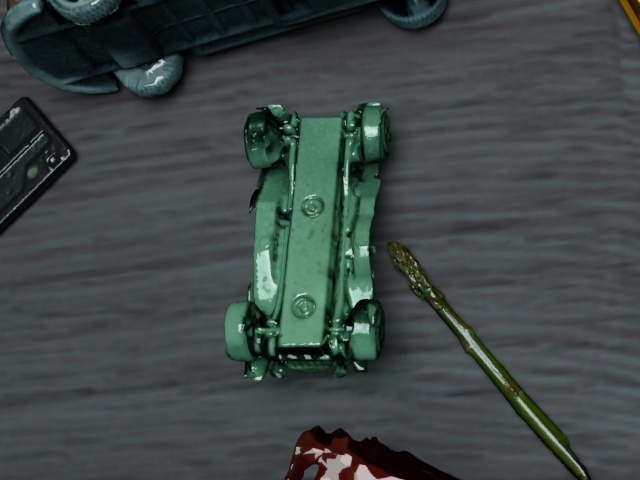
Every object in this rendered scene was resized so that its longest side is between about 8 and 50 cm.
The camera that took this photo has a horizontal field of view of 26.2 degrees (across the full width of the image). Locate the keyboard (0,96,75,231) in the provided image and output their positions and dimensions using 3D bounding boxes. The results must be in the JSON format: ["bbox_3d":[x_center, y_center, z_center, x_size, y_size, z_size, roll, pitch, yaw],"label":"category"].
[{"bbox_3d":[-0.211,-0.015,0.800,0.155,0.010,0.053,-43,75,4],"label":"keyboard"}]

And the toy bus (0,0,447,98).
[{"bbox_3d":[-0.042,-0.165,0.736,0.265,0.121,0.120,-14,71,11],"label":"toy bus"}]

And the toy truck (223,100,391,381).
[{"bbox_3d":[0.000,0.001,0.728,0.080,0.078,0.154,-2,65,11],"label":"toy truck"}]

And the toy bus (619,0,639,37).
[{"bbox_3d":[0.181,-0.146,0.701,0.069,0.074,0.162,-28,79,8],"label":"toy bus"}]

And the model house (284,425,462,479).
[{"bbox_3d":[0.090,0.198,0.609,0.254,0.196,0.160,19,84,15],"label":"model house"}]

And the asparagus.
[{"bbox_3d":[0.088,0.063,0.724,0.166,0.013,0.016,50,136,15],"label":"asparagus"}]
